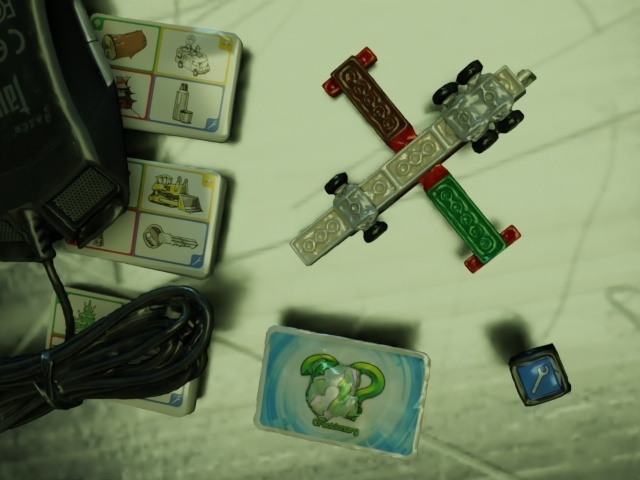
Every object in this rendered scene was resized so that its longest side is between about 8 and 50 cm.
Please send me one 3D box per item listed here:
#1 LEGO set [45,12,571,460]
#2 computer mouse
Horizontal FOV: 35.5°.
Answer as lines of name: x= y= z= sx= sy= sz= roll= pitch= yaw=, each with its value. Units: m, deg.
LEGO set: x=0.000 y=0.000 z=0.466 sx=0.244 sy=0.060 sz=0.182 roll=9 pitch=95 yaw=14
computer mouse: x=-0.163 y=-0.033 z=0.462 sx=0.184 sy=0.060 sz=0.262 roll=-25 pitch=91 yaw=19
